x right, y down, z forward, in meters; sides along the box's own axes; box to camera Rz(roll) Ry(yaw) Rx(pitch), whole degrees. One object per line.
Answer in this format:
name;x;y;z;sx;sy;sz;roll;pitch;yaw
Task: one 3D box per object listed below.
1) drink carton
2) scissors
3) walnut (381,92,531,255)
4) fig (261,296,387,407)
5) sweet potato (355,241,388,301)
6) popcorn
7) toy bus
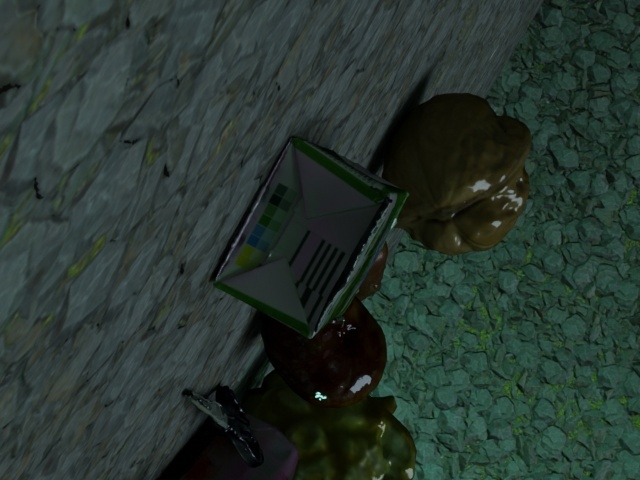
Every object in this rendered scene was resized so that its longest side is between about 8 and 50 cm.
drink carton;0.000;0.000;1.139;0.161;0.108;0.271;-60;173;6
scissors;-0.116;0.202;1.370;0.022;0.109;0.300;-26;161;0
walnut;0.200;-0.102;1.743;0.257;0.225;0.257;-27;-157;13
fig;-0.008;0.128;1.532;0.145;0.170;0.274;-42;-173;-12
sweet potato;0.026;0.051;1.650;0.109;0.109;0.385;-57;179;-21
popcorn;-0.010;0.321;1.752;0.274;0.335;0.279;-50;153;11
toy bus;-0.138;0.336;1.479;0.128;0.147;0.303;-69;171;26
